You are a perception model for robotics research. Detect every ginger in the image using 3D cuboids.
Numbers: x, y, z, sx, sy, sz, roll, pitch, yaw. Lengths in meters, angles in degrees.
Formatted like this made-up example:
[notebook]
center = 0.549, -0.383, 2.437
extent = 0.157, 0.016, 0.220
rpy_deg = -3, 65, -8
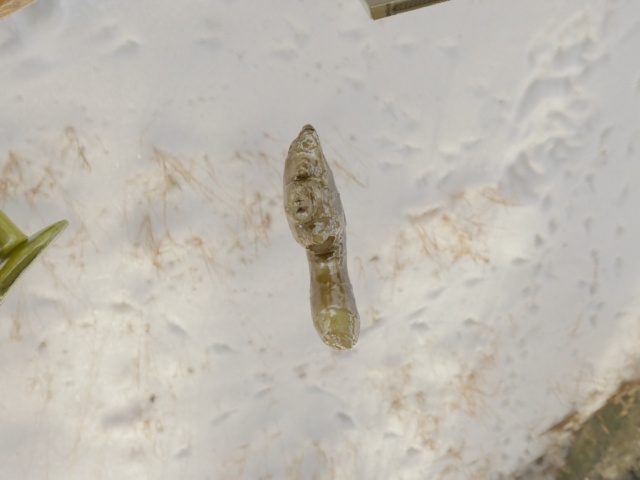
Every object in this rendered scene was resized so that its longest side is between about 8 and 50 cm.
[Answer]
[ginger]
center = -0.001, 0.003, 0.967
extent = 0.059, 0.214, 0.133
rpy_deg = -9, 157, 8

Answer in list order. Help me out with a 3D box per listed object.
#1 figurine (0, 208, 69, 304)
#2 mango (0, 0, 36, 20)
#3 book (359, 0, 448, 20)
[figurine]
center = -0.375, -0.045, 0.640
extent = 0.204, 0.283, 0.338
rpy_deg = -37, 99, 31
[mango]
center = -0.320, -0.303, 0.904
extent = 0.290, 0.160, 0.191
rpy_deg = -41, 157, 23
[book]
center = 0.190, -0.337, 1.145
extent = 0.310, 0.217, 0.021
rpy_deg = -15, 119, 0
